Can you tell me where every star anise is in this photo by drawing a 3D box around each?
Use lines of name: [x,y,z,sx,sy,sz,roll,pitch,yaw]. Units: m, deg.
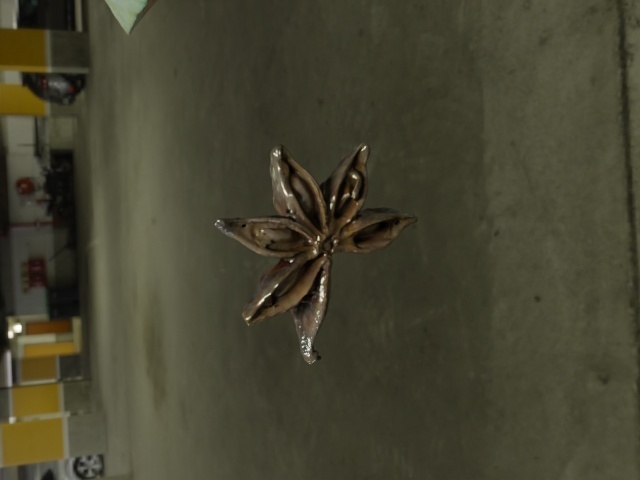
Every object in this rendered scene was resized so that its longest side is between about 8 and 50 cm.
star anise: [-0.013,-0.008,0.726,0.208,0.171,0.063,-55,27,-11]

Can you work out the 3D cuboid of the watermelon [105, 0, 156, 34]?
watermelon: [-0.207,-0.422,0.994,0.260,0.255,0.176,-62,-31,-16]
